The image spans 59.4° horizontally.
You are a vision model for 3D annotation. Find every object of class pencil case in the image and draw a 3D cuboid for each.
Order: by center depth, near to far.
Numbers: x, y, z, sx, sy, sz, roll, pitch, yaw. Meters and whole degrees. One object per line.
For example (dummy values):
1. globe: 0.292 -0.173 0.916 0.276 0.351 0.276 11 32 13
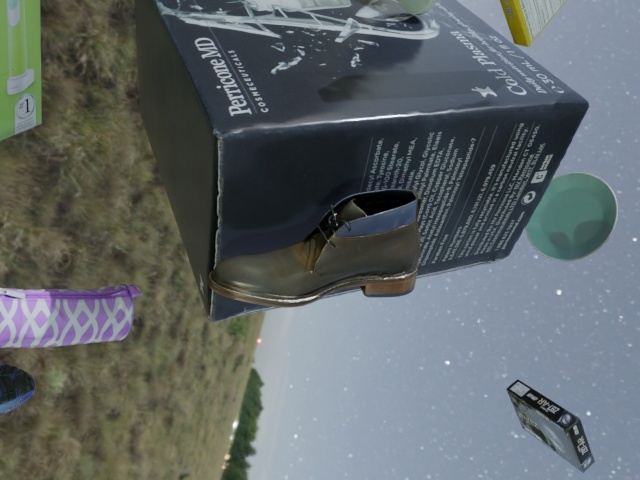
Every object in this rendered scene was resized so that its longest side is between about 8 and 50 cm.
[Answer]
1. pencil case: -0.351 0.094 0.743 0.086 0.206 0.088 40 -68 36

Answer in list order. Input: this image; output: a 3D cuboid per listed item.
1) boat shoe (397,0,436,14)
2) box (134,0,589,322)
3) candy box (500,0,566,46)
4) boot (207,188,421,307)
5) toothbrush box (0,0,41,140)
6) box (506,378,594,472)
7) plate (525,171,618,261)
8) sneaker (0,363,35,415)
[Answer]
1. boat shoe: 0.137 -0.415 0.763 0.077 0.070 0.220 -6 -90 45
2. box: 0.008 -0.187 0.826 0.298 0.471 0.480 101 -31 -43
3. candy box: 0.210 -0.312 0.570 0.105 0.206 0.027 -48 -136 -5
4. boot: 0.000 0.000 0.554 0.082 0.219 0.106 -123 -145 -55
5. toothbrush box: -0.396 -0.228 0.550 0.206 0.122 0.283 -53 168 -52
6. box: 0.235 0.189 0.578 0.083 0.018 0.067 31 -28 60
7. plate: 0.511 -0.047 1.145 0.188 0.024 0.188 -21 -119 43
8. sneaker: -0.514 0.249 0.826 0.087 0.221 0.083 60 10 -52
